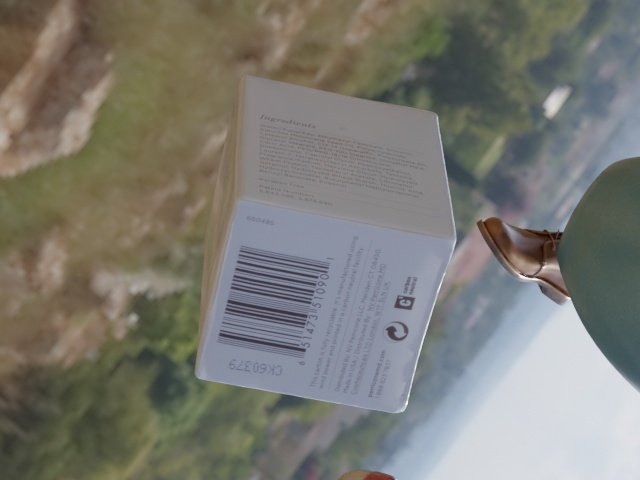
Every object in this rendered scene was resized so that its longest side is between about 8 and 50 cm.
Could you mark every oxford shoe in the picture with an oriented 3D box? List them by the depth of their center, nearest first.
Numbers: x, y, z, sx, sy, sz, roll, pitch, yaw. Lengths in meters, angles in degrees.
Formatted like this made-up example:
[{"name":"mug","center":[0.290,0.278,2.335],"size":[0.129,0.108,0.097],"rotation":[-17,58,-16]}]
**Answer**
[{"name":"oxford shoe","center":[0.255,0.008,2.177],"size":[0.076,0.076,0.212],"rotation":[-38,145,22]}]

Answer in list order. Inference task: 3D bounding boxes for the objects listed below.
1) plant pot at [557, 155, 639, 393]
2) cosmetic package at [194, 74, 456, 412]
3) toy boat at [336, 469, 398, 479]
[{"name":"plant pot","center":[0.378,0.017,2.052],"size":[0.290,0.195,0.290],"rotation":[-45,155,-28]},{"name":"cosmetic package","center":[0.000,0.000,1.313],"size":[0.184,0.151,0.151],"rotation":[-91,-166,-57]},{"name":"toy boat","center":[0.082,0.303,1.658],"size":[0.231,0.151,0.151],"rotation":[51,53,-49]}]
